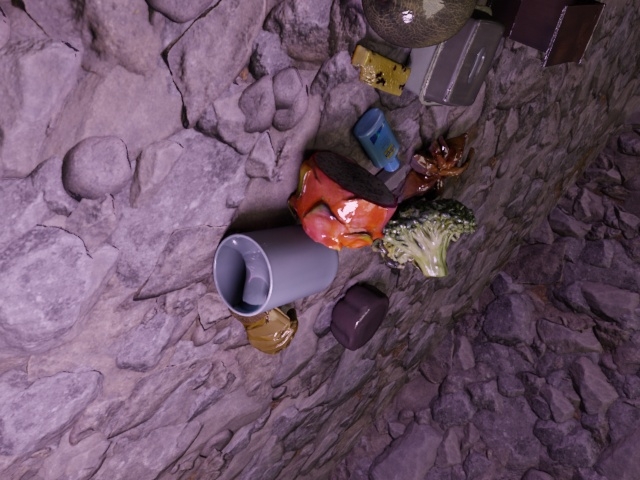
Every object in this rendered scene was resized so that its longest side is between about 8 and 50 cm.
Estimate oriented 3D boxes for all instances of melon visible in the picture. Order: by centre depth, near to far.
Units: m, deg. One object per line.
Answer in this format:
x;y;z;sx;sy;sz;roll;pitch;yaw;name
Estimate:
0.231;-0.561;1.470;0.301;0.237;0.238;-24;139;-44;melon

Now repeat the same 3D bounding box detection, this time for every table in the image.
0.670;-0.664;1.966;0.282;0.250;0.196;-22;138;-44;table

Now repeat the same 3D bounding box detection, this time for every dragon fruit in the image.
0.056;-0.087;1.679;0.290;0.290;0.189;-6;131;-52;dragon fruit

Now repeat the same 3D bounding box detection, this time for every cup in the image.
-0.101;0.067;1.685;0.312;0.205;0.206;-11;130;-50;cup

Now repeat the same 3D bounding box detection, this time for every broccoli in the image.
0.338;-0.024;2.142;0.334;0.324;0.272;60;47;-82;broccoli

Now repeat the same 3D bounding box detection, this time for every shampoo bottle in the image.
0.174;-0.277;1.857;0.104;0.061;0.258;-51;150;-3;shampoo bottle

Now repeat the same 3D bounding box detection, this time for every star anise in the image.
0.393;-0.237;2.155;0.349;0.109;0.292;3;130;-55;star anise

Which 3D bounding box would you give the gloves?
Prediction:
-0.147;0.244;1.855;0.154;0.141;0.331;-30;141;3;gloves

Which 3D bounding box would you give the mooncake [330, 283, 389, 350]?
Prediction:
0.140;0.272;2.302;0.245;0.133;0.245;-35;145;-29;mooncake

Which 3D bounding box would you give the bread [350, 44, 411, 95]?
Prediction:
0.154;-0.439;1.675;0.226;0.049;0.088;-1;122;-53;bread

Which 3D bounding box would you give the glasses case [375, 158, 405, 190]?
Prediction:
0.182;-0.168;1.996;0.205;0.047;0.071;-43;153;-18;glasses case

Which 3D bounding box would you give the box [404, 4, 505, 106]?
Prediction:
0.366;-0.512;1.780;0.220;0.166;0.291;-12;129;-48;box
